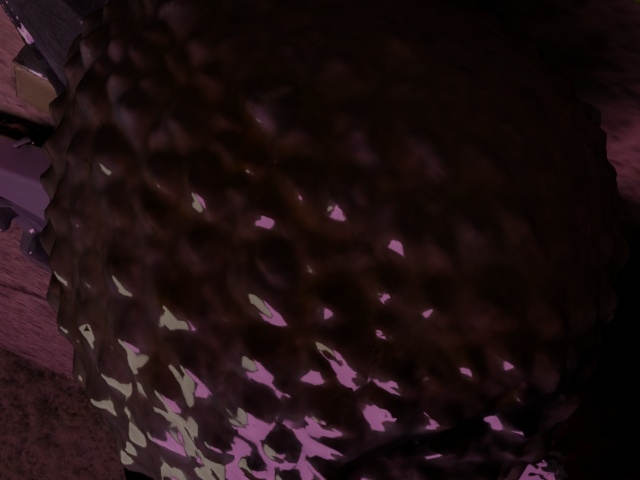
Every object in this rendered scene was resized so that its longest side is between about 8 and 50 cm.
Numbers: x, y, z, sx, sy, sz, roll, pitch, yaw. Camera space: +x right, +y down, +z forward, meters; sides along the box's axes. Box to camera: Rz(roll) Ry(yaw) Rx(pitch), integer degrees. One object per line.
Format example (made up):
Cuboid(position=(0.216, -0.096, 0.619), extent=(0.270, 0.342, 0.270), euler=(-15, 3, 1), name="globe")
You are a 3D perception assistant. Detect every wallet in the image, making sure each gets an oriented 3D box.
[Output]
Cuboid(position=(-0.137, -0.088, 0.883), extent=(0.155, 0.039, 0.110), euler=(29, 168, -5), name="wallet")

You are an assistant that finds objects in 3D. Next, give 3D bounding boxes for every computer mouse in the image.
Cuboid(position=(-0.108, -0.106, 0.729), extent=(0.126, 0.071, 0.231), euler=(33, 161, 38), name="computer mouse")

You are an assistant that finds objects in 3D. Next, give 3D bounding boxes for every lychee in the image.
Cuboid(position=(0.000, 0.000, 0.554), extent=(0.274, 0.255, 0.255), euler=(51, 158, -12), name="lychee")

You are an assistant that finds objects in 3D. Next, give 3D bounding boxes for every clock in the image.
Cuboid(position=(-0.205, -0.013, 1.155), extent=(0.186, 0.083, 0.253), euler=(17, 162, 28), name="clock")

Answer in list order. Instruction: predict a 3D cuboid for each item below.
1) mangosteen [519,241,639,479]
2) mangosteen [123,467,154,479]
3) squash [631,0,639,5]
Cuboid(position=(0.108, 0.091, 0.719), extent=(0.231, 0.194, 0.194), euler=(-11, 165, -6), name="mangosteen")
Cuboid(position=(-0.007, 0.136, 0.978), extent=(0.297, 0.297, 0.313), euler=(29, -161, -8), name="mangosteen")
Cuboid(position=(0.169, -0.070, 0.380), extent=(0.319, 0.071, 0.080), euler=(23, 145, 2), name="squash")
